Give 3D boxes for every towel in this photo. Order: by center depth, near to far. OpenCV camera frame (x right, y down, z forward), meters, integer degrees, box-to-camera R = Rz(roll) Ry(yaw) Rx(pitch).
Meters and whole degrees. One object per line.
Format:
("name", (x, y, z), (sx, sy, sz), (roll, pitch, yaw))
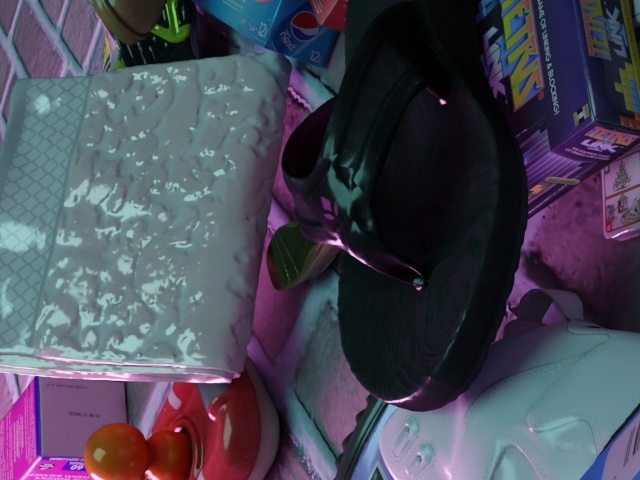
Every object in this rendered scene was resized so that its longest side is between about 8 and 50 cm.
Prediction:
("towel", (-0.195, -0.029, 0.991), (0.317, 0.053, 0.331), (-1, 67, 21))

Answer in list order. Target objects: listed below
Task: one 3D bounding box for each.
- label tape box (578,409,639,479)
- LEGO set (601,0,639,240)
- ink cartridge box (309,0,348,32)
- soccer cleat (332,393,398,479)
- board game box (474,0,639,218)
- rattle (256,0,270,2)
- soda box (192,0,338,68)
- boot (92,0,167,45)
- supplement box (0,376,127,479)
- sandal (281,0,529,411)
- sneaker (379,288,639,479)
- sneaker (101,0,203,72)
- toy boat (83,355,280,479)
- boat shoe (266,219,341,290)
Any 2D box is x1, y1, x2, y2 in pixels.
("label tape box", (0.229, 0.185, 0.333), (0.334, 0.106, 0.240), (38, 110, 11))
("LEGO set", (0.242, -0.111, 0.546), (0.244, 0.060, 0.182), (149, 125, -65))
("ink cartridge box", (0.042, -0.260, 0.883), (0.135, 0.056, 0.099), (-53, 41, 35))
("soccer cleat", (0.062, 0.229, 0.669), (0.116, 0.109, 0.318), (23, 102, 45))
("board game box", (0.140, -0.113, 0.668), (0.141, 0.048, 0.170), (136, 138, -55))
("rattle", (0.004, -0.298, 0.873), (0.200, 0.143, 0.130), (-41, 79, 23))
("soda box", (-0.057, -0.239, 1.021), (0.210, 0.071, 0.067), (44, 116, 54))
("boot", (-0.104, -0.340, 1.011), (0.270, 0.089, 0.236), (-22, 51, 28))
("supplement box", (-0.334, 0.262, 1.268), (0.220, 0.111, 0.113), (-45, 46, 43))
("sandal", (0.032, -0.084, 0.669), (0.167, 0.107, 0.445), (-52, 27, 41))
("sneaker", (0.118, 0.203, 0.552), (0.210, 0.137, 0.365), (31, 103, 58))
("sneaker", (-0.181, -0.165, 1.174), (0.147, 0.145, 0.384), (94, 174, -75))
("toy boat", (-0.148, 0.205, 0.951), (0.231, 0.151, 0.151), (-63, 35, 24))
("boat shoe", (0.000, -0.002, 0.893), (0.153, 0.048, 0.056), (-51, 52, 47))
